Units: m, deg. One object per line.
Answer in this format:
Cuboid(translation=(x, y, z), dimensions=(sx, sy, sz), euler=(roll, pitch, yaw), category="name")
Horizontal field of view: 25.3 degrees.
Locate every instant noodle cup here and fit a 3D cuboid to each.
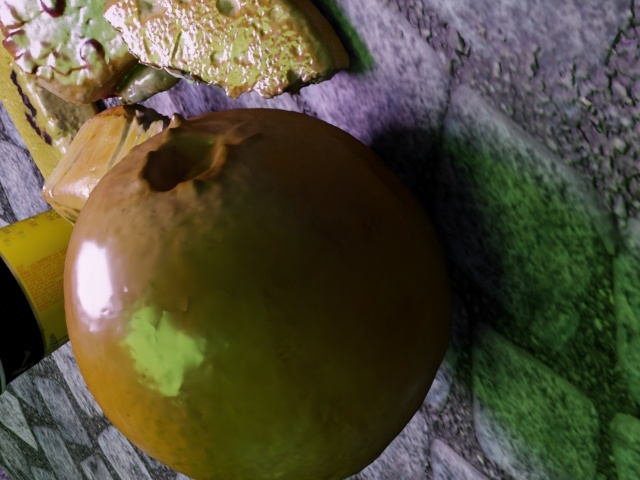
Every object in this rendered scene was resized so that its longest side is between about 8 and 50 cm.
Cuboid(translation=(-0.375, 0.057, 1.861), dimensions=(0.215, 0.236, 0.215), euler=(41, 148, 33), category="instant noodle cup")

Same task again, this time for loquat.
Cuboid(translation=(-0.052, 0.051, 1.182), dimensions=(0.328, 0.328, 0.328), euler=(42, 149, 33), category="loquat")

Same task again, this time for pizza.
Cuboid(translation=(-0.082, -0.188, 1.239), dimensions=(0.246, 0.058, 0.127), euler=(7, 103, 31), category="pizza")

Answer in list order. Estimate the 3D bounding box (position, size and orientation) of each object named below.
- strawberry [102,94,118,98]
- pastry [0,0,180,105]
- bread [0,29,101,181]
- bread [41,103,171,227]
Cuboid(translation=(-0.222, -0.199, 1.498), dimensions=(0.106, 0.106, 0.106), euler=(42, 149, 33), category="strawberry")
Cuboid(translation=(-0.218, -0.236, 1.368), dimensions=(0.218, 0.100, 0.229), euler=(-10, 104, 31), category="pastry")
Cuboid(translation=(-0.342, -0.192, 1.728), dimensions=(0.361, 0.077, 0.138), euler=(63, 155, -7), category="bread")
Cuboid(translation=(-0.167, -0.052, 1.452), dimensions=(0.179, 0.133, 0.250), euler=(38, 164, -27), category="bread")
